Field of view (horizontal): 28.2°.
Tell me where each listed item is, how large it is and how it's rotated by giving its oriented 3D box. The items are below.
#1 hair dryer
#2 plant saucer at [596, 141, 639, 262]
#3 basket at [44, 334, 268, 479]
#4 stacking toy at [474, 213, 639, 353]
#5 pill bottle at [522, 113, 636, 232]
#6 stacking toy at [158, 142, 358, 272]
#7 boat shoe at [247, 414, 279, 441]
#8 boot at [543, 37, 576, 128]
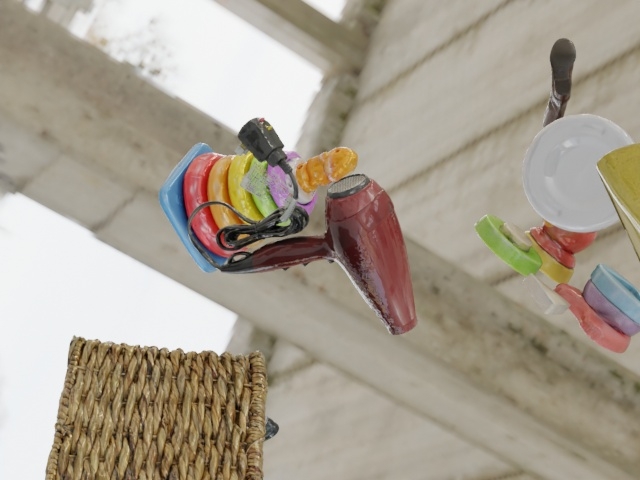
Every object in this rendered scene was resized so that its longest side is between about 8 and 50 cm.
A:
[{"bbox_3d":[0.000,0.000,1.468,0.080,0.293,0.224,-46,171,-44],"label":"hair dryer"},{"bbox_3d":[0.440,0.030,1.086,0.332,0.333,0.081,-11,-136,27],"label":"plant saucer"},{"bbox_3d":[-0.178,0.274,1.358,0.299,0.223,0.213,-94,-168,-53],"label":"basket"},{"bbox_3d":[0.420,0.029,2.128,0.130,0.279,0.309,-50,-132,16],"label":"stacking toy"},{"bbox_3d":[0.360,-0.089,1.720,0.152,0.152,0.272,-56,169,10],"label":"pill bottle"},{"bbox_3d":[-0.069,-0.078,1.879,0.301,0.166,0.175,-17,-153,31],"label":"stacking toy"},{"bbox_3d":[-0.112,0.325,2.124,0.142,0.040,0.049,-41,-159,58],"label":"boat shoe"},{"bbox_3d":[0.343,-0.220,1.843,0.114,0.037,0.106,83,16,-63],"label":"boot"}]
